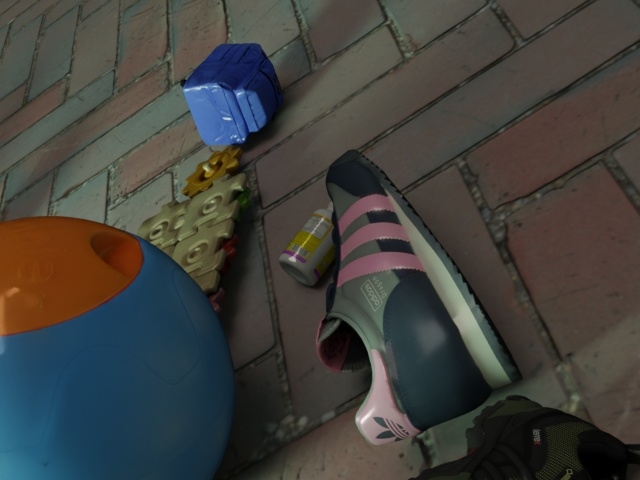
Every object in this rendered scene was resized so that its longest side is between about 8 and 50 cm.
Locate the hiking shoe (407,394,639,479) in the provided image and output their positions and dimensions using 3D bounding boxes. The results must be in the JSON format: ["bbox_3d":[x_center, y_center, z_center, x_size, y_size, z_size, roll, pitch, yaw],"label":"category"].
[{"bbox_3d":[0.111,0.166,0.569,0.114,0.086,0.227,3,30,38],"label":"hiking shoe"}]

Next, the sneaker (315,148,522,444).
[{"bbox_3d":[0.038,0.033,0.817,0.131,0.112,0.319,-35,32,4],"label":"sneaker"}]

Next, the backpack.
[{"bbox_3d":[-0.097,-0.182,1.225,0.101,0.098,0.120,3,40,20],"label":"backpack"}]

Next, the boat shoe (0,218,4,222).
[{"bbox_3d":[-0.488,-0.010,1.457,0.050,0.045,0.135,-40,33,1],"label":"boat shoe"}]

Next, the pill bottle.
[{"bbox_3d":[0.000,0.000,0.956,0.043,0.043,0.083,14,60,51],"label":"pill bottle"}]

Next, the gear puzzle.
[{"bbox_3d":[-0.148,0.011,1.101,0.175,0.044,0.339,-24,34,27],"label":"gear puzzle"}]

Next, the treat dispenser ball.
[{"bbox_3d":[-0.213,0.124,0.801,0.288,0.288,0.288,-26,35,21],"label":"treat dispenser ball"}]
